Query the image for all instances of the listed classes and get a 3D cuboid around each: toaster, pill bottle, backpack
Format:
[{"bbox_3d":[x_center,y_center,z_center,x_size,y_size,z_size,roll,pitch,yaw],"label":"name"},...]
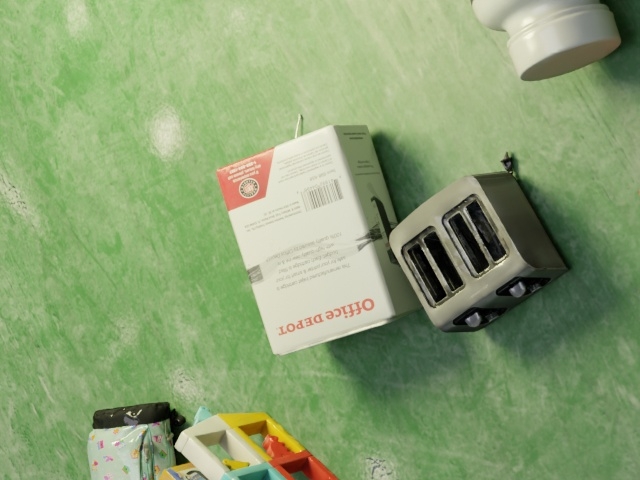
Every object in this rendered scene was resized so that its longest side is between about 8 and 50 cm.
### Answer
[{"bbox_3d":[0.200,0.008,1.917,0.168,0.110,0.185,-37,72,31],"label":"toaster"},{"bbox_3d":[0.250,-0.364,1.812,0.176,0.176,0.318,-24,79,35],"label":"pill bottle"},{"bbox_3d":[-0.288,0.345,2.291,0.152,0.115,0.182,-11,82,38],"label":"backpack"}]

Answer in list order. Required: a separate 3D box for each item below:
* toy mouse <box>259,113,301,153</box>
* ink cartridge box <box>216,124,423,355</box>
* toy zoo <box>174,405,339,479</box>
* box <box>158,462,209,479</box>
[{"bbox_3d":[-0.058,-0.079,2.147,0.143,0.031,0.161,-31,76,34],"label":"toy mouse"},{"bbox_3d":[0.000,0.000,2.037,0.197,0.114,0.272,-19,85,27],"label":"ink cartridge box"},{"bbox_3d":[-0.073,0.326,2.088,0.293,0.192,0.030,40,114,28],"label":"toy zoo"},{"bbox_3d":[-0.169,0.386,2.231,0.136,0.081,0.028,37,113,28],"label":"box"}]
